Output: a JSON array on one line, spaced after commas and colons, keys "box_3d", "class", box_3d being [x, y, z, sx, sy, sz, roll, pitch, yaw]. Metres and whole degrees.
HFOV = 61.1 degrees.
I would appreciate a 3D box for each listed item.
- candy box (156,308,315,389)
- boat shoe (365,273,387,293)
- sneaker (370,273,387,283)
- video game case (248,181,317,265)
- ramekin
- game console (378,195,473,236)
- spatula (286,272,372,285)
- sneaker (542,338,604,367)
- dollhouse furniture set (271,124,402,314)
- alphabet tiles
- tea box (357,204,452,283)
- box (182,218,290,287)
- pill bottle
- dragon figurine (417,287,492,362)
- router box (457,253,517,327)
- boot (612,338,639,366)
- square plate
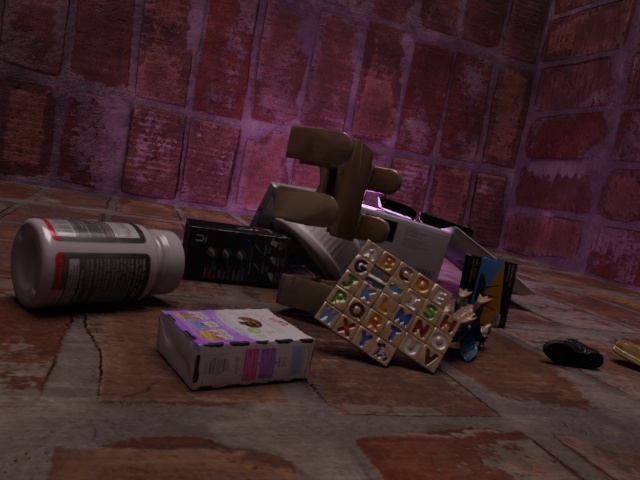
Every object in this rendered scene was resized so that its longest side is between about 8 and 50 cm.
[{"box_3d": [-0.135, 0.163, 0.854, 0.196, 0.070, 0.165, 4, 8, -35], "class": "candy box"}, {"box_3d": [0.171, 0.158, 1.407, 0.233, 0.084, 0.079, 22, 49, 34], "class": "boat shoe"}, {"box_3d": [0.136, 0.112, 1.684, 0.157, 0.065, 0.061, 8, 7, -12], "class": "sneaker"}, {"box_3d": [-0.083, -0.039, 1.738, 0.329, 0.300, 0.036, 4, 37, -41], "class": "video game case"}, {"box_3d": [0.000, 0.000, 1.569, 0.273, 0.127, 0.273, 45, -12, 13], "class": "ramekin"}, {"box_3d": [0.386, -0.083, 2.000, 0.361, 0.044, 0.213, 21, 4, 15], "class": "game console"}, {"box_3d": [0.003, 0.123, 1.469, 0.296, 0.084, 0.030, 7, -27, 41], "class": "spatula"}, {"box_3d": [0.568, 0.252, 1.231, 0.170, 0.051, 0.089, 14, 6, -7], "class": "sneaker"}, {"box_3d": [0.085, -0.019, 1.227, 0.256, 0.394, 0.362, 13, 0, 25], "class": "dollhouse furniture set"}, {"box_3d": [0.138, 0.134, 1.019, 0.237, 0.198, 0.009, 33, -25, 7], "class": "alphabet tiles"}, {"box_3d": [0.217, 0.010, 1.876, 0.328, 0.220, 0.323, 16, 6, -12], "class": "tea box"}, {"box_3d": [-0.236, 0.033, 1.480, 0.270, 0.143, 0.165, 7, 7, -18], "class": "box"}, {"box_3d": [-0.422, 0.044, 1.052, 0.161, 0.161, 0.283, 16, 8, 41], "class": "pill bottle"}, {"box_3d": [0.287, 0.196, 1.125, 0.085, 0.144, 0.289, 16, 28, 32], "class": "dragon figurine"}, {"box_3d": [0.442, 0.135, 1.455, 0.133, 0.179, 0.046, 9, 5, -5], "class": "router box"}, {"box_3d": [0.827, 0.215, 1.231, 0.262, 0.204, 0.095, 17, 9, 40], "class": "boot"}, {"box_3d": [0.540, 0.082, 1.907, 0.347, 0.049, 0.344, 40, -5, -3], "class": "square plate"}]
